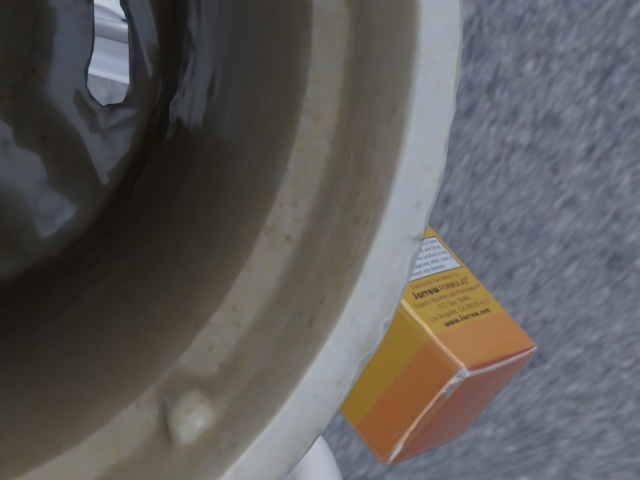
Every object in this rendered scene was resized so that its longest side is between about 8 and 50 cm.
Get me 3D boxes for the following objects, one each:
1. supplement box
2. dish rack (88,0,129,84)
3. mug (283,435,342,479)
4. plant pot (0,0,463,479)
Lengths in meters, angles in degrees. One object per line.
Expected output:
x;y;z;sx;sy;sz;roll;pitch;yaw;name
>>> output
0.000;0.000;1.010;0.233;0.080;0.078;49;123;17;supplement box
-0.102;-0.260;1.242;0.285;0.072;0.333;17;67;16;dish rack
-0.171;0.152;0.861;0.374;0.328;0.276;-11;112;9;mug
-0.149;-0.066;0.594;0.333;0.305;0.334;-1;95;-7;plant pot
